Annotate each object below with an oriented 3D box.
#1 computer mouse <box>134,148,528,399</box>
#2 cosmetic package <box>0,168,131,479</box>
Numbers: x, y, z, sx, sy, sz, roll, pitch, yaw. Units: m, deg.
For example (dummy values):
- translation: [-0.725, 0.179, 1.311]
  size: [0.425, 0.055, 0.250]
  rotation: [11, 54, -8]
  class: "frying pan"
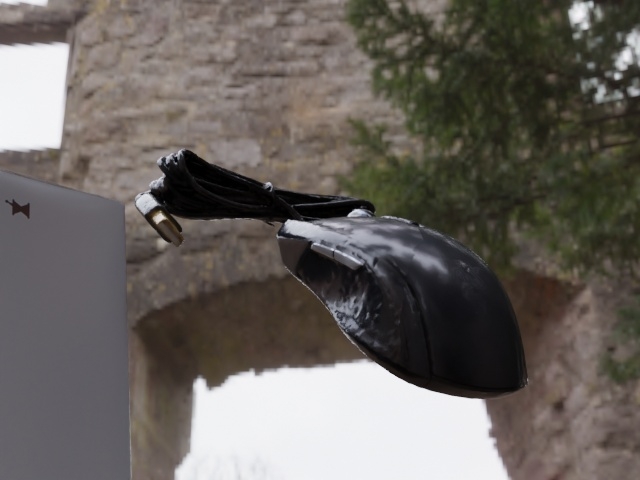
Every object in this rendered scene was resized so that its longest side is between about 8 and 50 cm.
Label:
- translation: [0.000, 0.000, 0.699]
  size: [0.184, 0.262, 0.060]
  rotation: [10, -72, -26]
  class: "computer mouse"
- translation: [-0.208, 0.192, 0.682]
  size: [0.097, 0.377, 0.284]
  rotation: [14, -35, -32]
  class: "cosmetic package"
